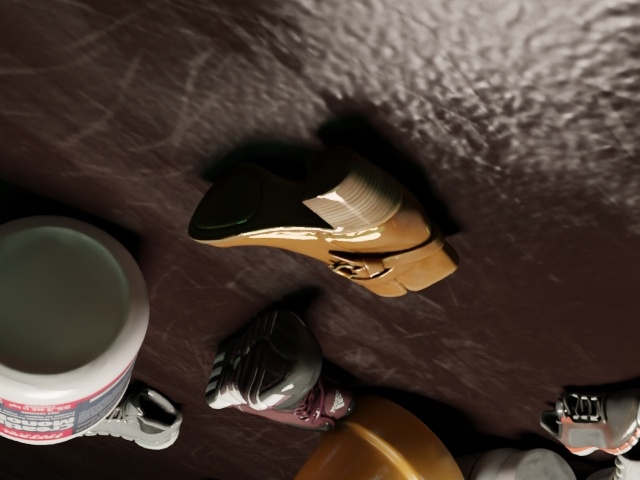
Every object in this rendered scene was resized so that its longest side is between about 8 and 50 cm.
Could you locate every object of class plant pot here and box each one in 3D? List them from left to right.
[{"bbox_3d":[0.043,0.324,1.005,0.205,0.188,0.205,32,140,31],"label":"plant pot"}]

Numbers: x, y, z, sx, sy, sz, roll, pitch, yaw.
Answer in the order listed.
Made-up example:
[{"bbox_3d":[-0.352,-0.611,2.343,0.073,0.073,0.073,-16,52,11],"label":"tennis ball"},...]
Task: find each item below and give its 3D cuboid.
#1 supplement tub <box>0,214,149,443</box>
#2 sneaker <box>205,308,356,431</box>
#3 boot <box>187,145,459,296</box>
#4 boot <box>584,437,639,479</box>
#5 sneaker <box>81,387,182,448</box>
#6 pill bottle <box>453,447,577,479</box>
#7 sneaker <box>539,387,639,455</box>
[{"bbox_3d":[-0.292,0.108,0.892,0.191,0.191,0.272,22,151,-8],"label":"supplement tub"},{"bbox_3d":[-0.015,0.157,0.938,0.163,0.106,0.281,22,162,-18],"label":"sneaker"},{"bbox_3d":[0.000,0.000,0.675,0.197,0.072,0.152,-7,147,41],"label":"boot"},{"bbox_3d":[0.359,0.253,0.918,0.123,0.095,0.258,49,151,-8],"label":"boot"},{"bbox_3d":[-0.318,0.252,1.281,0.229,0.086,0.132,14,148,-16],"label":"sneaker"},{"bbox_3d":[0.220,0.332,1.073,0.121,0.121,0.221,27,150,-16],"label":"pill bottle"},{"bbox_3d":[0.274,0.181,0.850,0.065,0.061,0.158,26,150,-3],"label":"sneaker"}]
